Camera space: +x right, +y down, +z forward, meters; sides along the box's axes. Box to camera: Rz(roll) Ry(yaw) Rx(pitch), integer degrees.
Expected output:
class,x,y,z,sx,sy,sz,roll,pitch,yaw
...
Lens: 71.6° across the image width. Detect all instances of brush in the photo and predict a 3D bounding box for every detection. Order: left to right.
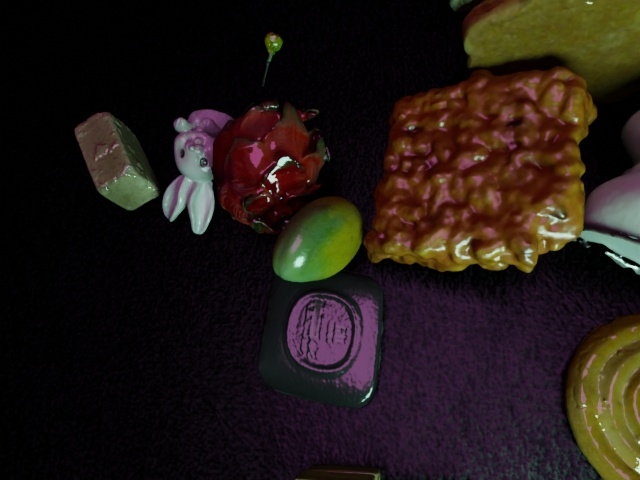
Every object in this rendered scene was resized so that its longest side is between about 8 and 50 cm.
class,x,y,z,sx,sy,sz,roll,pitch,yaw
brush,0.090,0.332,0.584,0.234,0.103,0.047,-3,73,12

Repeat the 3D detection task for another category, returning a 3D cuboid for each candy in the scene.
class,x,y,z,sx,sy,sz,roll,pitch,yaw
candy,-0.109,-0.379,0.931,0.035,0.035,0.122,11,82,21

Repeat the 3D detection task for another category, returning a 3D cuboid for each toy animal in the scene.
class,x,y,z,sx,sy,sz,roll,pitch,yaw
toy animal,-0.232,-0.133,0.822,0.104,0.131,0.220,14,77,4
toy animal,0.476,-0.107,0.575,0.183,0.247,0.309,31,93,34

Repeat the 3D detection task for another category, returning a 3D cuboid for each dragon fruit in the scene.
class,x,y,z,sx,sy,sz,roll,pitch,yaw
dragon fruit,-0.088,-0.136,0.750,0.193,0.192,0.273,-5,69,-10

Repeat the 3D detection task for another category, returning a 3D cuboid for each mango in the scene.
class,x,y,z,sx,sy,sz,roll,pitch,yaw
mango,0.000,0.000,0.685,0.092,0.130,0.195,25,41,28

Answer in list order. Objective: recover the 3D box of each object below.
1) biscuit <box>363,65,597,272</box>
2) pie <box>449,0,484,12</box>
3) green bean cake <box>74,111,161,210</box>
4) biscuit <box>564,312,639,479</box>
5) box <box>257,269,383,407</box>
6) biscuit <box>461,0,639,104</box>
class,x,y,z,sx,sy,sz,roll,pitch,yaw
biscuit,0.226,-0.104,0.669,0.318,0.110,0.311,3,70,32
pie,0.346,-0.404,0.606,0.340,0.339,0.077,-12,103,10
green bean cake,-0.400,-0.157,0.879,0.085,0.109,0.179,-32,66,2
biscuit,0.455,0.218,0.568,0.262,0.037,0.261,-5,70,13
box,-0.001,0.144,0.706,0.201,0.042,0.212,6,72,14
biscuit,0.384,-0.283,0.609,0.351,0.312,0.057,-9,71,58
